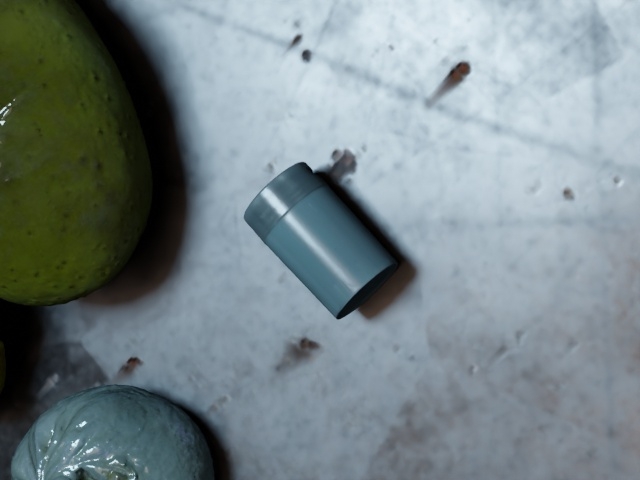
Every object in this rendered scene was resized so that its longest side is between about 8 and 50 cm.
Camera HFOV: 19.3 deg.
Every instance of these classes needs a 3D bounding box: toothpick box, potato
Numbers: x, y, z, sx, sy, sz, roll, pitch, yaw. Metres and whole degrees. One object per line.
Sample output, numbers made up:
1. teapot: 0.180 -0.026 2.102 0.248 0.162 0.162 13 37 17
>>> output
1. toothpick box: 0.000 0.000 1.115 0.083 0.052 0.052 47 108 11
2. potato: -0.200 -0.076 1.144 0.169 0.143 0.248 -31 91 16

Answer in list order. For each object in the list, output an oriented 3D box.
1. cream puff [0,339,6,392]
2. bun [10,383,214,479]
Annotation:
1. cream puff: -0.272 0.052 1.190 0.156 0.121 0.156 -1 96 -6
2. bun: -0.135 0.159 1.162 0.141 0.083 0.140 3 97 21
